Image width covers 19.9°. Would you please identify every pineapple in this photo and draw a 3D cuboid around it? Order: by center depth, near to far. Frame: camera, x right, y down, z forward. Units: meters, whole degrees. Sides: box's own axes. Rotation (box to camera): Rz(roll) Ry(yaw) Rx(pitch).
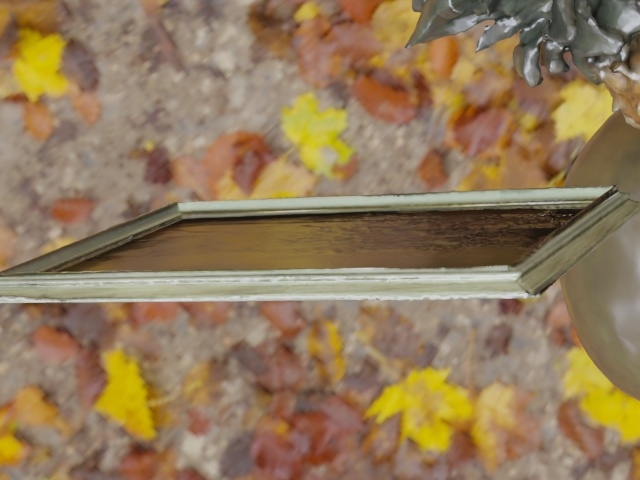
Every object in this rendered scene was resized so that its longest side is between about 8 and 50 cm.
[{"bbox_3d":[0.192,-0.141,1.126,0.340,0.169,0.169,22,118,-8],"label":"pineapple"}]

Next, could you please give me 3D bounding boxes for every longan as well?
[{"bbox_3d":[0.277,0.008,1.358,0.215,0.246,0.246,12,116,40],"label":"longan"}]

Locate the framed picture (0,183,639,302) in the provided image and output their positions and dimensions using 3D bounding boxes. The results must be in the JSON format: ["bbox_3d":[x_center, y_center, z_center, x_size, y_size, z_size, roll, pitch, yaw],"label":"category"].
[{"bbox_3d":[0.000,0.000,0.807,0.252,0.197,0.014,-1,101,23],"label":"framed picture"}]
